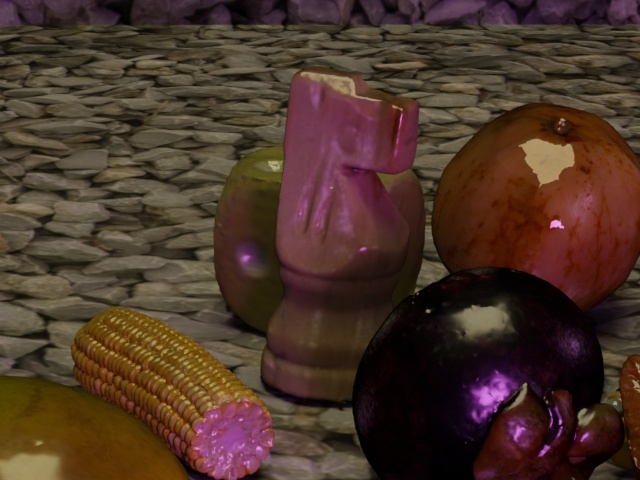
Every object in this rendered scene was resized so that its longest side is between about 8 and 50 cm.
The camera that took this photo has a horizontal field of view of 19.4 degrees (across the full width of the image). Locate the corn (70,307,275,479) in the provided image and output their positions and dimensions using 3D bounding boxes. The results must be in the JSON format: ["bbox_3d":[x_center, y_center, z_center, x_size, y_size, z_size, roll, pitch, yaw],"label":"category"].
[{"bbox_3d":[-0.132,0.129,1.642,0.093,0.093,0.244,-12,24,-34],"label":"corn"}]

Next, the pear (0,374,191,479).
[{"bbox_3d":[-0.202,0.205,1.183,0.253,0.252,0.307,-13,16,-36],"label":"pear"}]

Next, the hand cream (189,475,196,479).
[{"bbox_3d":[-0.128,0.204,1.511,0.224,0.048,0.083,26,30,38],"label":"hand cream"}]

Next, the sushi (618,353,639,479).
[{"bbox_3d":[0.312,0.186,1.439,0.287,0.149,0.140,23,-7,46],"label":"sushi"}]

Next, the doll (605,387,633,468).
[{"bbox_3d":[0.357,0.118,1.694,0.146,0.103,0.316,-5,21,33],"label":"doll"}]

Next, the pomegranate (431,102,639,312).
[{"bbox_3d":[0.227,-0.025,1.938,0.248,0.248,0.248,1,19,0],"label":"pomegranate"}]

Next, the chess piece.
[{"bbox_3d":[0.017,-0.007,1.734,0.137,0.300,0.137,2,16,-1],"label":"chess piece"}]

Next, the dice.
[{"bbox_3d":[0.000,0.000,1.911,0.169,0.169,0.166,12,21,27],"label":"dice"}]

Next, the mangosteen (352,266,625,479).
[{"bbox_3d":[0.148,0.143,1.494,0.211,0.211,0.250,-18,54,-45],"label":"mangosteen"}]
